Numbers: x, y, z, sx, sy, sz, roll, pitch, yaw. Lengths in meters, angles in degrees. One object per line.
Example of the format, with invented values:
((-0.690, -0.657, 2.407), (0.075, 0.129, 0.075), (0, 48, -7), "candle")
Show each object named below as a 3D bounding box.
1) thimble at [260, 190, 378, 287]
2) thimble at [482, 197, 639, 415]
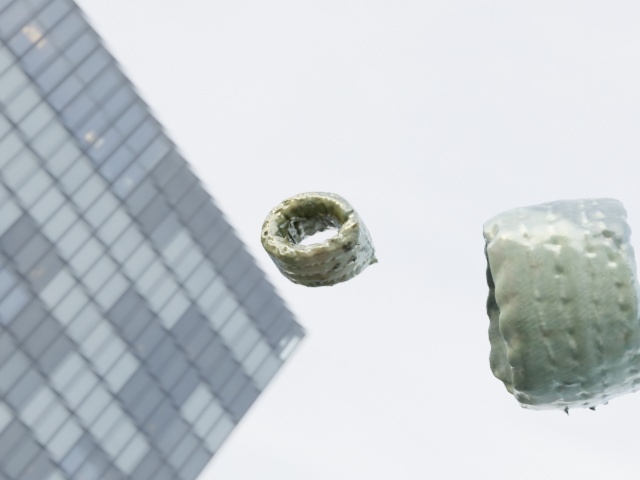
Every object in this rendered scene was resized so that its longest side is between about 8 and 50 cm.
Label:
((0.000, 0.000, 1.531), (0.110, 0.084, 0.062), (5, -31, 29), "thimble")
((0.266, 0.077, 1.735), (0.172, 0.205, 0.250), (-8, -62, 5), "thimble")
